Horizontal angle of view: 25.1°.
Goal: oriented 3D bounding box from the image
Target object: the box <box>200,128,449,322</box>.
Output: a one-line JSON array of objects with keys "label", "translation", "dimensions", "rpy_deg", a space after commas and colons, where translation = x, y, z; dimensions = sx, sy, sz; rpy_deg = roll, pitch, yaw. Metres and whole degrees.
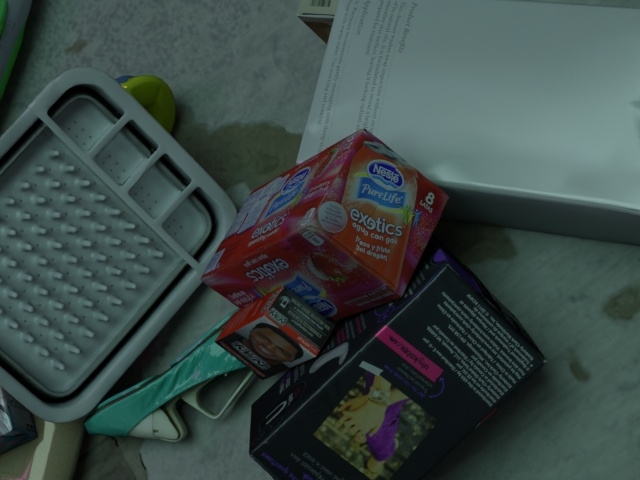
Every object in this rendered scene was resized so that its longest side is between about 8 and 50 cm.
[{"label": "box", "translation": [0.000, 0.000, 1.475], "dimensions": [0.257, 0.123, 0.128], "rpy_deg": [-25, 32, 58]}]

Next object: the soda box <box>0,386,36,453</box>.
[{"label": "soda box", "translation": [-0.420, 0.228, 1.636], "dimensions": [0.183, 0.058, 0.063], "rpy_deg": [-26, 68, 12]}]

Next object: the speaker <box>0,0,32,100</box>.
[{"label": "speaker", "translation": [-0.466, -0.222, 1.836], "dimensions": [0.131, 0.131, 0.296], "rpy_deg": [14, 80, 27]}]

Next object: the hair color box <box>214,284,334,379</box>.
[{"label": "hair color box", "translation": [-0.050, 0.098, 1.500], "dimensions": [0.072, 0.141, 0.043], "rpy_deg": [39, 62, -10]}]

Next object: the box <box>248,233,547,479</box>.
[{"label": "box", "translation": [0.071, 0.146, 1.439], "dimensions": [0.270, 0.165, 0.143], "rpy_deg": [-44, 99, 7]}]

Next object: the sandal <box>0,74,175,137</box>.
[{"label": "sandal", "translation": [-0.327, -0.102, 1.707], "dimensions": [0.317, 0.126, 0.138], "rpy_deg": [-35, 41, -26]}]

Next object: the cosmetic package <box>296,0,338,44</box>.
[{"label": "cosmetic package", "translation": [0.024, -0.251, 1.633], "dimensions": [0.060, 0.115, 0.041], "rpy_deg": [6, 78, 26]}]

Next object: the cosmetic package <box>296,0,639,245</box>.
[{"label": "cosmetic package", "translation": [0.192, -0.130, 1.503], "dimensions": [0.385, 0.156, 0.217], "rpy_deg": [11, 79, 25]}]

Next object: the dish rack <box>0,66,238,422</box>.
[{"label": "dish rack", "translation": [-0.284, 0.004, 1.606], "dimensions": [0.333, 0.285, 0.072], "rpy_deg": [-50, 23, -15]}]

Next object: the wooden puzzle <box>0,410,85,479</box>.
[{"label": "wooden puzzle", "translation": [-0.414, 0.122, 1.740], "dimensions": [0.348, 0.080, 0.322], "rpy_deg": [8, 78, 21]}]

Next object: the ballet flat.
[{"label": "ballet flat", "translation": [-0.156, 0.174, 1.606], "dimensions": [0.247, 0.083, 0.087], "rpy_deg": [-35, 77, 13]}]
